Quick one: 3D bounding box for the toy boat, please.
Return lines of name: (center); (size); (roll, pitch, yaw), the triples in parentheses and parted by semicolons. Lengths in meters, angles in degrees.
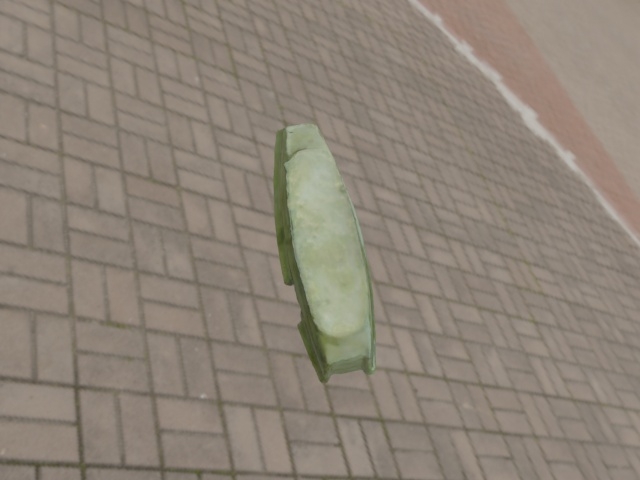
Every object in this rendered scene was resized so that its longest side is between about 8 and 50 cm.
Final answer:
toy boat: (0.000, 0.000, 0.818); (0.093, 0.055, 0.293); (-10, 74, -6)
